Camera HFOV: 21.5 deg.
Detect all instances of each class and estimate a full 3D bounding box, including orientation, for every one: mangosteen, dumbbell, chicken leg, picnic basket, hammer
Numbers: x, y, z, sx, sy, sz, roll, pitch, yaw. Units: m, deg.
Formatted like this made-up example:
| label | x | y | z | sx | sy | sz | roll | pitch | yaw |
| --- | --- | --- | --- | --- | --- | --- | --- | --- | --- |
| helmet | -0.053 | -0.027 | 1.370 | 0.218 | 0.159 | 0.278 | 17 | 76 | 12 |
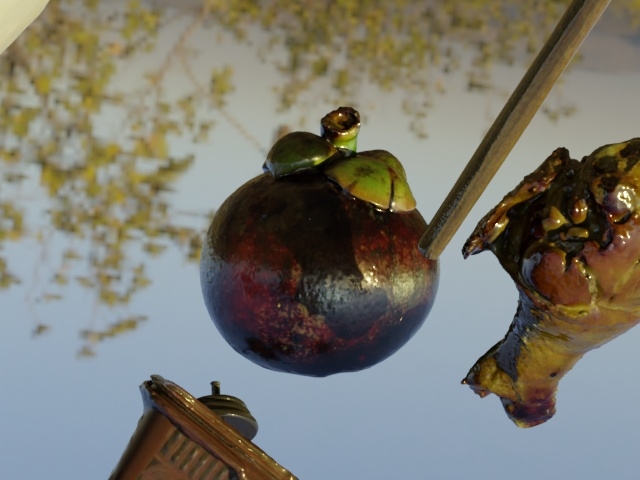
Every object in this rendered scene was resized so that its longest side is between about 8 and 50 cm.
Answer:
| label | x | y | z | sx | sy | sz | roll | pitch | yaw |
| --- | --- | --- | --- | --- | --- | --- | --- | --- | --- |
| mangosteen | -0.004 | 0.015 | 2.010 | 0.300 | 0.300 | 0.300 | 8 | -174 | -1 |
| dumbbell | -0.119 | 0.259 | 1.977 | 0.099 | 0.208 | 0.099 | -3 | 147 | -2 |
| chicken leg | 0.218 | 0.043 | 1.564 | 0.211 | 0.361 | 0.140 | 26 | -141 | -15 |
| picnic basket | -0.077 | 0.260 | 1.557 | 0.297 | 0.129 | 0.222 | 38 | 178 | 2 |
| hammer | 0.181 | -0.125 | 1.423 | 0.043 | 0.365 | 0.111 | 22 | -149 | -16 |

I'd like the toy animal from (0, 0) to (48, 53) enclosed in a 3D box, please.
| label | x | y | z | sx | sy | sz | roll | pitch | yaw |
| --- | --- | --- | --- | --- | --- | --- | --- | --- | --- |
| toy animal | -0.286 | -0.101 | 0.898 | 0.249 | 0.289 | 0.174 | 13 | 153 | 43 |
